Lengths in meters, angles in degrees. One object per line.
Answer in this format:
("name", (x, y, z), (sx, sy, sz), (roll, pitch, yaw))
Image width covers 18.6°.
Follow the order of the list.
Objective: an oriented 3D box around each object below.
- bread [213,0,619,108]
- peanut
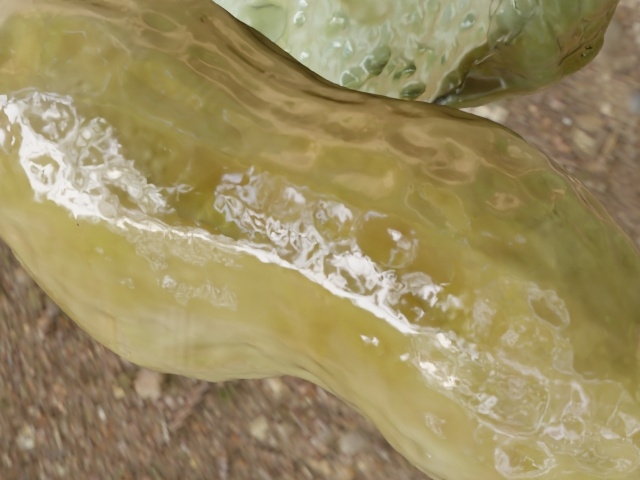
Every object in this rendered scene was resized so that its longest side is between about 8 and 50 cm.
("bread", (0.021, -0.089, 0.710), (0.088, 0.232, 0.128), (11, 67, -41))
("peanut", (0.000, 0.000, 0.573), (0.263, 0.117, 0.101), (23, 58, 15))
